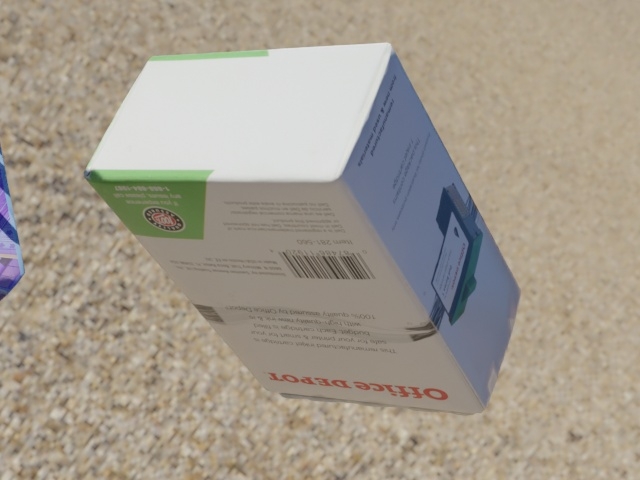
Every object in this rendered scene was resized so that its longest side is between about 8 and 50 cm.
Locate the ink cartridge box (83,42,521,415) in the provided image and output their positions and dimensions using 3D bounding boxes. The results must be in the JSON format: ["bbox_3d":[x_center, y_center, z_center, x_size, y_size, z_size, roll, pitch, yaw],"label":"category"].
[{"bbox_3d":[0.000,0.000,0.733,0.219,0.160,0.092,56,47,-44],"label":"ink cartridge box"}]

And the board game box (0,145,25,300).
[{"bbox_3d":[-0.208,-0.035,0.597,0.133,0.033,0.169,-5,67,-25],"label":"board game box"}]
